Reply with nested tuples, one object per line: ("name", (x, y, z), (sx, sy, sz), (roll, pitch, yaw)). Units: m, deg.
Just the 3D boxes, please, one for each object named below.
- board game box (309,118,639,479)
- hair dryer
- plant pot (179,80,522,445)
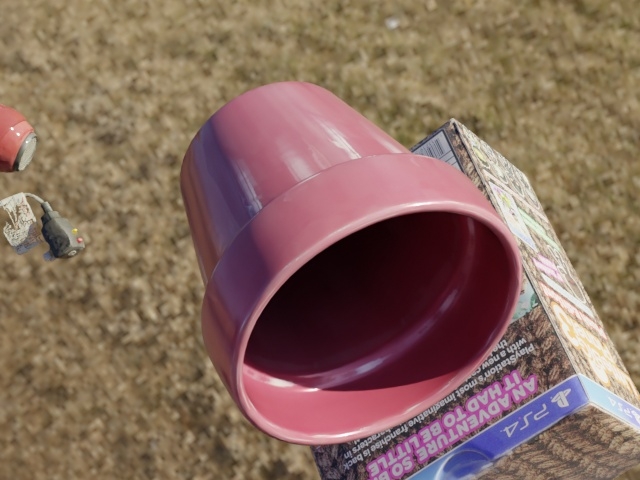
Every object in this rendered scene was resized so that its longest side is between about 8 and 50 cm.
("board game box", (0.104, 0.092, 1.215), (0.232, 0.141, 0.291), (-35, 53, 20))
("hair dryer", (-0.428, -0.068, 1.697), (0.224, 0.293, 0.080), (-25, -4, -4))
("plant pot", (0.000, 0.000, 0.940), (0.201, 0.201, 0.180), (-31, 50, -3))
